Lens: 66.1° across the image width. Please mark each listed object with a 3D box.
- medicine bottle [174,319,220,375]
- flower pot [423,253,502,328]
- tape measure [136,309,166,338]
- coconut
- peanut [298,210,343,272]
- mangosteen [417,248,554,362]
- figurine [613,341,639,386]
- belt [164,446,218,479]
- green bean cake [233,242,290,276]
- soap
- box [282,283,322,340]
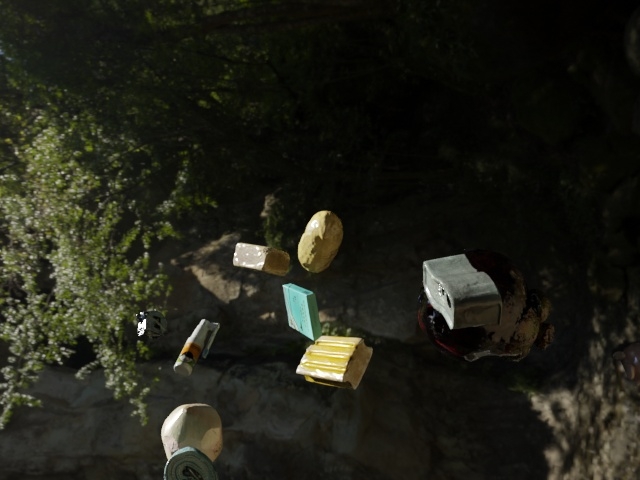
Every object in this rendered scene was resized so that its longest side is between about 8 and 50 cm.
[{"bbox_3d":[-0.420,0.363,1.696,0.221,0.092,0.061,-74,-18,-52],"label":"medicine bottle"},{"bbox_3d":[0.317,0.118,1.127,0.229,0.108,0.103,-104,6,-71],"label":"flower pot"},{"bbox_3d":[-0.526,0.260,1.532,0.094,0.054,0.091,26,-139,-55],"label":"tape measure"},{"bbox_3d":[-0.458,0.688,1.756,0.224,0.224,0.234,-44,-30,-51],"label":"coconut"},{"bbox_3d":[0.000,0.000,1.628,0.319,0.147,0.148,107,-176,-62],"label":"peanut"},{"bbox_3d":[0.528,0.209,1.601,0.381,0.421,0.381,180,90,-83],"label":"mangosteen"},{"bbox_3d":[0.939,0.357,1.426,0.125,0.138,0.125,-179,90,-83],"label":"figurine"},{"bbox_3d":[-0.396,0.718,1.507,0.082,0.147,0.163,118,130,-75],"label":"belt"},{"bbox_3d":[-0.197,0.062,1.633,0.109,0.179,0.085,19,-99,-44],"label":"green bean cake"},{"bbox_3d":[0.039,0.366,1.499,0.073,0.232,0.140,45,-121,-24],"label":"soap"},{"bbox_3d":[-0.068,0.249,1.749,0.041,0.229,0.162,-12,-81,-23],"label":"box"}]
